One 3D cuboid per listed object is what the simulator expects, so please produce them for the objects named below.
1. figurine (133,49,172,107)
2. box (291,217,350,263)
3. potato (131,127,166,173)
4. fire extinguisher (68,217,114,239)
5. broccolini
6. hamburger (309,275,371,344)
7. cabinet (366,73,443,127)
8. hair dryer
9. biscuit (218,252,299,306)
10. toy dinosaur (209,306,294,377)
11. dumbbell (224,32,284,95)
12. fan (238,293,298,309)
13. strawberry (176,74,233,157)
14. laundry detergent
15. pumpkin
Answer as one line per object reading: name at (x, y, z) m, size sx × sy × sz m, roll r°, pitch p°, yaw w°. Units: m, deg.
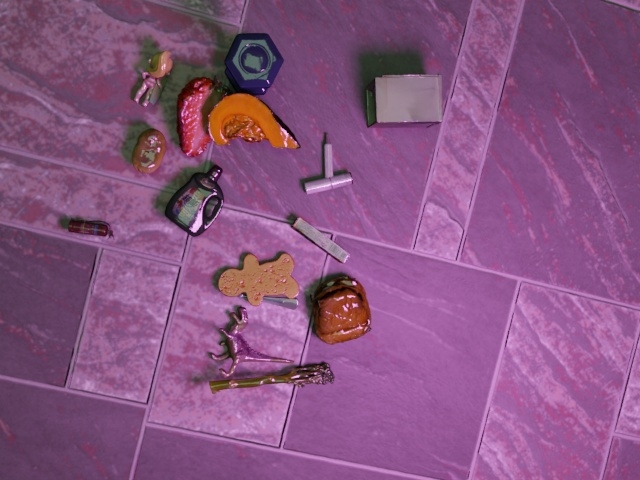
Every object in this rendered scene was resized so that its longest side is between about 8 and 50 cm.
figurine at (-0.501, -0.488, 1.819) m, size 0.083 × 0.083 × 0.187 m, roll 33°, pitch 98°, yaw -8°
box at (0.000, 0.000, 1.913) m, size 0.207 × 0.050 × 0.041 m, roll 36°, pitch 85°, yaw -7°
potato at (-0.517, -0.270, 1.824) m, size 0.091 × 0.070 × 0.138 m, roll 22°, pitch 91°, yaw -13°
fire extinguisher at (-0.691, -0.036, 1.830) m, size 0.132 × 0.039 × 0.056 m, roll 8°, pitch 101°, yaw -8°
broccolini at (-0.148, 0.442, 1.885) m, size 0.392 × 0.079 × 0.074 m, roll -3°, pitch 109°, yaw -12°
hamburger at (0.065, 0.222, 1.895) m, size 0.183 × 0.130 × 0.206 m, roll -13°, pitch 96°, yaw -4°
cabinet at (0.257, -0.432, 1.879) m, size 0.206 × 0.145 × 0.150 m, roll -2°, pitch 94°, yaw -7°
hair dryer at (0.008, -0.249, 1.912) m, size 0.155 × 0.044 × 0.183 m, roll -15°, pitch 89°, yaw -8°
biscuit at (-0.197, 0.122, 1.899) m, size 0.250 × 0.036 × 0.165 m, roll -9°, pitch 85°, yaw -8°
toy dinosaur at (-0.232, 0.348, 1.892) m, size 0.200 × 0.072 × 0.251 m, roll -38°, pitch 88°, yaw -12°
dumbbell at (-0.196, -0.497, 1.726) m, size 0.144 × 0.325 × 0.160 m, roll -34°, pitch 102°, yaw -1°
fan at (-0.165, 0.190, 1.917) m, size 0.193 × 0.016 × 0.038 m, roll 9°, pitch 94°, yaw -8°
strawberry at (-0.376, -0.390, 1.828) m, size 0.236 × 0.107 × 0.175 m, roll -47°, pitch 136°, yaw -1°
laundry detergent at (-0.363, -0.129, 1.849) m, size 0.144 × 0.078 × 0.222 m, roll 39°, pitch 85°, yaw -9°
pumpkin at (-0.193, -0.374, 1.811) m, size 0.278 × 0.111 × 0.163 m, roll 3°, pitch 123°, yaw -6°
